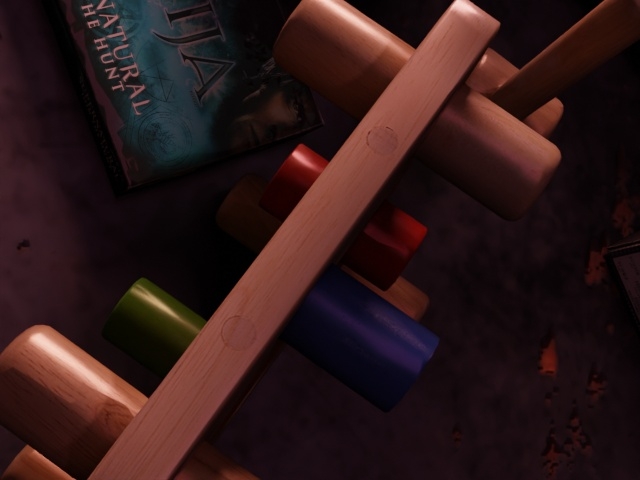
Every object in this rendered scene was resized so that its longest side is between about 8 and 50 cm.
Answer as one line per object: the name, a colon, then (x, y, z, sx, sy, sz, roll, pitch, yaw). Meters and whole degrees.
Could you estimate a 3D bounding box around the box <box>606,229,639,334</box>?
box: (0.334, 0.084, 0.821, 0.216, 0.060, 0.270, -26, 93, -29)

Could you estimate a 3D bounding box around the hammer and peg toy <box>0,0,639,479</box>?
hammer and peg toy: (0.000, 0.000, 0.551, 0.127, 0.266, 0.361, 36, 66, 3)

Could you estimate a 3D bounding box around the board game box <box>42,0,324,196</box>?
board game box: (-0.085, -0.130, 0.662, 0.126, 0.026, 0.186, -21, 91, -28)
